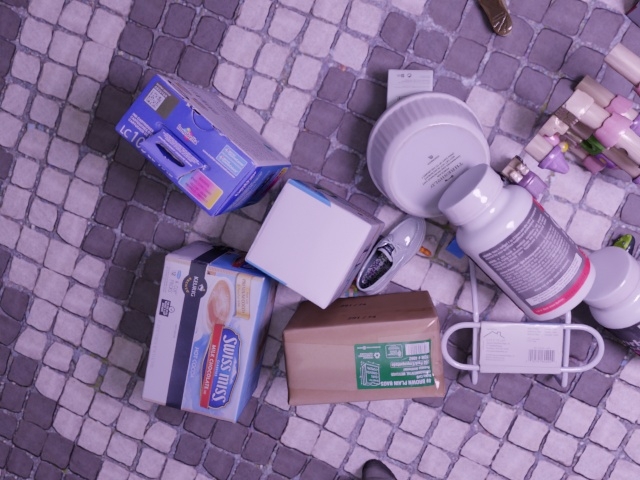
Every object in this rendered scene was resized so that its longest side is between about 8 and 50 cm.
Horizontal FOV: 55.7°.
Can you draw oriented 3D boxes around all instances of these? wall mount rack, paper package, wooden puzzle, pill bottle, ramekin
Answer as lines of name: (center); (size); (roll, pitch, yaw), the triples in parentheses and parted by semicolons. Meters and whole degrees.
wall mount rack: (0.447, 0.178, 1.377); (0.349, 0.130, 0.304); (0, 100, 7)
paper package: (0.096, 0.229, 1.331); (0.324, 0.309, 0.168); (-5, 96, 7)
wooden puzzle: (0.066, 0.112, 1.475); (0.083, 0.006, 0.050); (4, 97, 7)
pill bottle: (0.674, 0.141, 1.277); (0.278, 0.162, 0.162); (35, 100, -20)
ramekin: (0.239, -0.173, 1.307); (0.272, 0.127, 0.273); (-2, 119, -4)
pill bottle: (0.392, 0.000, 1.234); (0.318, 0.176, 0.176); (44, 100, -13)

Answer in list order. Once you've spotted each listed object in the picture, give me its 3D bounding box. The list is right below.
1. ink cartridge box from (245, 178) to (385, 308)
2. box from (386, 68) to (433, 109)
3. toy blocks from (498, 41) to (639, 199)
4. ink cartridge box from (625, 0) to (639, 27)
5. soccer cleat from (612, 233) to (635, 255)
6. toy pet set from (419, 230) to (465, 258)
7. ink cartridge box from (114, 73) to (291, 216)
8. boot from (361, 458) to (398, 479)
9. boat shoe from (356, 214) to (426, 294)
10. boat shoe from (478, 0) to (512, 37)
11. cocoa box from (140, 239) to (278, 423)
ink cartridge box: (0.000, 0.000, 1.331); (0.198, 0.270, 0.197); (30, 98, 9)
box: (0.200, -0.329, 1.365); (0.101, 0.087, 0.102); (3, 96, 6)
toy blocks: (0.574, -0.175, 1.231); (0.260, 0.288, 0.309); (41, 97, 7)
ink cartridge box: (0.742, -0.529, 1.250); (0.072, 0.127, 0.175); (43, 99, 4)
soccer cleat: (0.673, 0.072, 1.368); (0.072, 0.060, 0.179); (18, 105, -4)
toy pet set: (0.288, -0.006, 1.402); (0.114, 0.065, 0.122); (33, 100, 3)
ink cartridge box: (-0.241, -0.198, 1.283); (0.270, 0.395, 0.151); (42, 100, 2)
boot: (0.190, 0.639, 1.439); (0.246, 0.161, 0.083); (34, 100, 3)
boat shoe: (0.164, 0.033, 1.407); (0.079, 0.081, 0.228); (39, 101, 20)
boat shoe: (0.387, -0.526, 1.345); (0.056, 0.048, 0.153); (-25, 86, 22)
cocoa box: (-0.243, 0.202, 1.412); (0.227, 0.231, 0.347); (13, 98, 5)
